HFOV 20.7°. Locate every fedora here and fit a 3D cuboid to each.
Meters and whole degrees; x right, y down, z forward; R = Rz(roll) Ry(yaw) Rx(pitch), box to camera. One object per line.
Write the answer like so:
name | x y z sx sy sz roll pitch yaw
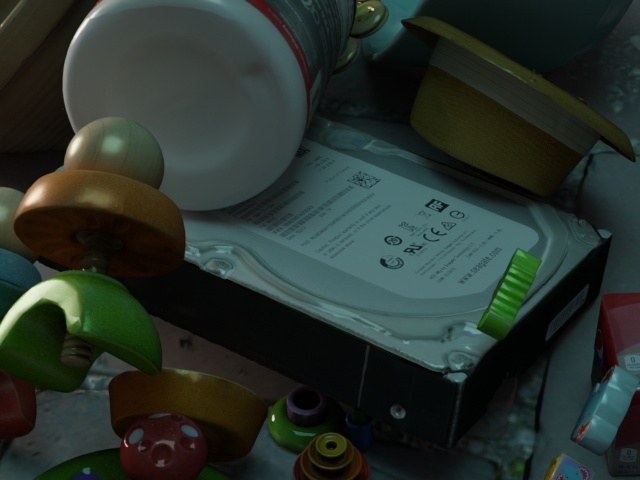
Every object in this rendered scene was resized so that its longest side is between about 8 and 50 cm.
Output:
fedora | 0.127 -0.085 1.240 0.194 0.194 0.079 34 95 32

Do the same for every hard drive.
hard drive | 0.000 0.000 1.205 0.339 0.064 0.237 23 34 25

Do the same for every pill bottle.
pill bottle | -0.063 -0.154 1.226 0.161 0.161 0.283 7 31 8

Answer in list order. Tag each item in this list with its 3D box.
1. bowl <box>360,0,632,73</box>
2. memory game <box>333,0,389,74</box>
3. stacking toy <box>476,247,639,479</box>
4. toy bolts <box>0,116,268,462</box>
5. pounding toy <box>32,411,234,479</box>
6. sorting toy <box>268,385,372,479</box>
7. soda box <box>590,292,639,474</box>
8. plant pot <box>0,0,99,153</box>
bowl | 0.167 -0.256 1.382 0.163 0.311 0.311 22 41 -10
memory game | -0.023 -0.170 1.400 0.186 0.012 0.186 -23 39 20
stacking toy | 0.148 0.130 1.009 0.167 0.052 0.221 26 69 0
toy bolts | -0.148 0.035 1.106 0.228 0.218 0.158 -11 58 35
pounding toy | -0.143 0.164 1.020 0.237 0.110 0.183 6 42 7
sorting toy | 0.004 0.121 1.118 0.061 0.042 0.102 -13 43 -14
soda box | 0.312 0.088 1.122 0.263 0.083 0.092 -2 42 -1
plant pot | -0.206 -0.146 1.331 0.110 0.237 0.237 39 39 -20
